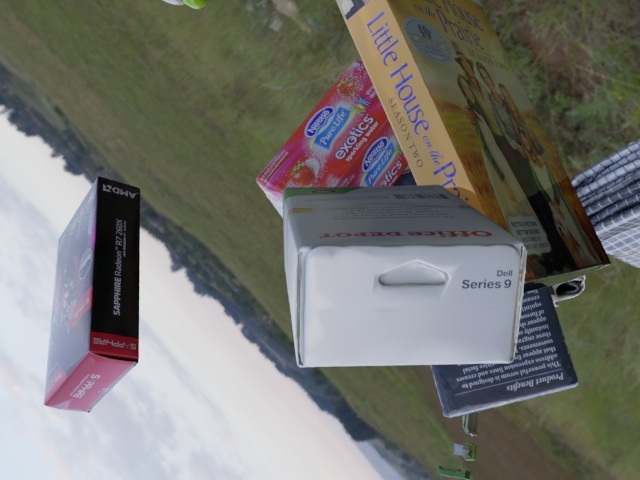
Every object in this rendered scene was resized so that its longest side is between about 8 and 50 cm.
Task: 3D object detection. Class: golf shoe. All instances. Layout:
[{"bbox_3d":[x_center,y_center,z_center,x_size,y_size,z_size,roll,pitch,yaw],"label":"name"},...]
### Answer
[{"bbox_3d":[0.597,0.085,1.603,0.120,0.272,0.105,31,143,53],"label":"golf shoe"}]

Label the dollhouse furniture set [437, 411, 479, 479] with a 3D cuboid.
[{"bbox_3d":[0.283,0.405,1.368,0.058,0.152,0.076,1,161,30],"label":"dollhouse furniture set"}]

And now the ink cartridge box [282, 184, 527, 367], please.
[{"bbox_3d":[0.050,0.017,0.538,0.212,0.154,0.093,-114,24,-75],"label":"ink cartridge box"}]

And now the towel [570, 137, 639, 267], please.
[{"bbox_3d":[0.566,-0.061,1.079,0.235,0.121,0.283,20,146,-30],"label":"towel"}]

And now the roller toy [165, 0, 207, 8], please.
[{"bbox_3d":[-0.294,-0.589,1.336,0.209,0.146,0.191,29,-142,-45],"label":"roller toy"}]

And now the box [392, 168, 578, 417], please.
[{"bbox_3d":[0.268,0.068,1.168,0.293,0.211,0.396,12,-118,-77],"label":"box"}]

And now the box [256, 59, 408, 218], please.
[{"bbox_3d":[0.042,-0.131,1.018,0.128,0.257,0.123,30,165,34],"label":"box"}]

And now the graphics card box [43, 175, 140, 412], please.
[{"bbox_3d":[-0.416,0.096,1.231,0.094,0.233,0.371,17,-131,-32],"label":"graphics card box"}]

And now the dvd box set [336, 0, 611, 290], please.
[{"bbox_3d":[0.182,-0.142,0.792,0.307,0.062,0.421,-2,-114,-51],"label":"dvd box set"}]
